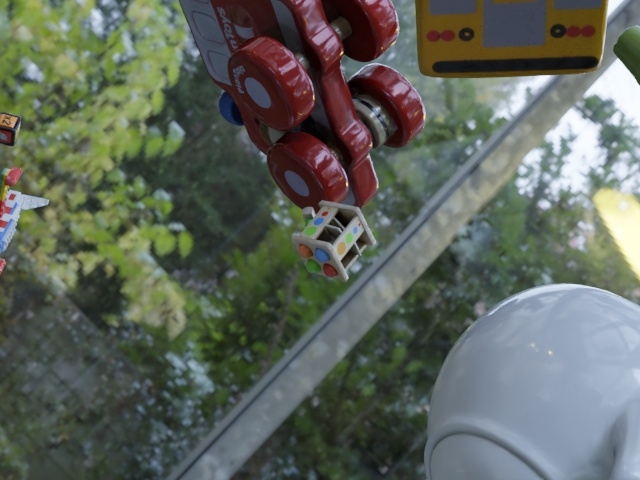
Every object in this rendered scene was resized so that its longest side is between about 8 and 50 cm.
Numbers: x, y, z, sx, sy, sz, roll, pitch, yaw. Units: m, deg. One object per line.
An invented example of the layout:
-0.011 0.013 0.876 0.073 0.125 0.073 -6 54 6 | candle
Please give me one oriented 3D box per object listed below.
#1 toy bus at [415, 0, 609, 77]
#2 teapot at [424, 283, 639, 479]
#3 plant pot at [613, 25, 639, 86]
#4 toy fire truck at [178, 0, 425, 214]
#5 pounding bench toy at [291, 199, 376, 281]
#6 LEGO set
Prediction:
0.115 -0.232 0.716 0.108 0.332 0.130 -2 -45 8 | toy bus
0.163 0.169 0.810 0.252 0.187 0.256 28 -39 37 | teapot
0.461 -0.263 1.574 0.079 0.083 0.083 51 -13 29 | plant pot
-0.040 -0.179 1.250 0.254 0.169 0.302 27 -30 41 | toy fire truck
0.000 0.000 1.145 0.083 0.065 0.052 13 -37 41 | pounding bench toy
-0.305 0.013 1.017 0.060 0.244 0.182 14 -15 -8 | LEGO set
